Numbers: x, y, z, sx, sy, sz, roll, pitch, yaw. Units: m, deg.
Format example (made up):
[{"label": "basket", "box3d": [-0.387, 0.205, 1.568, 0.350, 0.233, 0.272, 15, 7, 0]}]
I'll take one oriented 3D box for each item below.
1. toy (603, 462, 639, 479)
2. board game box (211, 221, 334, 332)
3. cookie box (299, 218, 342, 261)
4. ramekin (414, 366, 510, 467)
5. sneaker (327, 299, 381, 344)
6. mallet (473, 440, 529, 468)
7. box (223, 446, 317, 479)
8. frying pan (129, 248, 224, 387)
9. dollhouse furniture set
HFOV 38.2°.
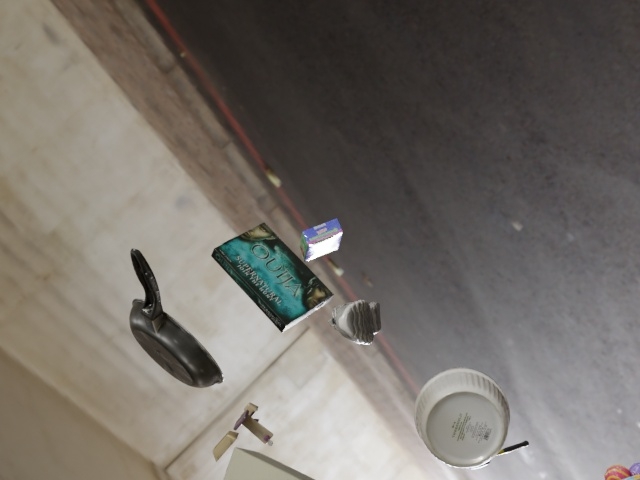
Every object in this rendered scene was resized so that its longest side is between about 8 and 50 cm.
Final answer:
[{"label": "toy", "box3d": [0.504, 0.419, 1.573, 0.137, 0.237, 0.056, 66, -176, -54]}, {"label": "board game box", "box3d": [-0.082, 0.060, 1.591, 0.186, 0.126, 0.026, 46, 137, 15]}, {"label": "cookie box", "box3d": [0.000, 0.000, 2.174, 0.107, 0.092, 0.040, 102, 145, -66]}, {"label": "ramekin", "box3d": [0.302, 0.382, 1.961, 0.207, 0.207, 0.109, 46, -172, -1]}, {"label": "sneaker", "box3d": [0.070, 0.201, 2.223, 0.281, 0.115, 0.105, 18, -114, -75]}, {"label": "mallet", "box3d": [0.438, 0.527, 2.288, 0.062, 0.190, 0.039, -34, 68, 46]}, {"label": "box", "box3d": [-0.098, 0.569, 2.108, 0.275, 0.113, 0.094, 14, 173, 46]}, {"label": "frying pan", "box3d": [-0.229, 0.147, 1.436, 0.197, 0.053, 0.326, 39, 157, 8]}, {"label": "dollhouse furniture set", "box3d": [-0.147, 0.395, 1.817, 0.081, 0.114, 0.091, 40, -171, -4]}]
